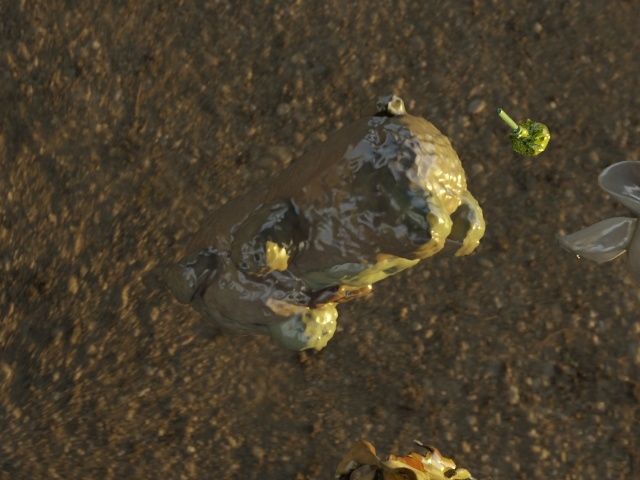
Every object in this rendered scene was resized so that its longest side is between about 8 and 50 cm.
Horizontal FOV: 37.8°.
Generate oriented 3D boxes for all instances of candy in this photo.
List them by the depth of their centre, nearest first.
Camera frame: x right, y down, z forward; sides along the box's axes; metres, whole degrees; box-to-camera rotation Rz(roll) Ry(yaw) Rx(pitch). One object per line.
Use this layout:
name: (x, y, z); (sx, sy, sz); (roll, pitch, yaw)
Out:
candy: (0.299, -0.172, 1.420); (0.194, 0.062, 0.058); (17, 58, -60)

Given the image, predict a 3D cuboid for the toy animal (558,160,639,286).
toy animal: (0.467, 0.044, 1.167); (0.325, 0.208, 0.154); (38, 47, 17)

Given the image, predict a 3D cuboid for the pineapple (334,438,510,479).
pineapple: (0.080, 0.151, 0.333); (0.186, 0.236, 0.114); (19, 82, -2)

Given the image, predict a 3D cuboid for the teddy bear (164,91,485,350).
teddy bear: (0.000, -0.001, 0.796); (0.236, 0.267, 0.151); (5, 53, -61)
